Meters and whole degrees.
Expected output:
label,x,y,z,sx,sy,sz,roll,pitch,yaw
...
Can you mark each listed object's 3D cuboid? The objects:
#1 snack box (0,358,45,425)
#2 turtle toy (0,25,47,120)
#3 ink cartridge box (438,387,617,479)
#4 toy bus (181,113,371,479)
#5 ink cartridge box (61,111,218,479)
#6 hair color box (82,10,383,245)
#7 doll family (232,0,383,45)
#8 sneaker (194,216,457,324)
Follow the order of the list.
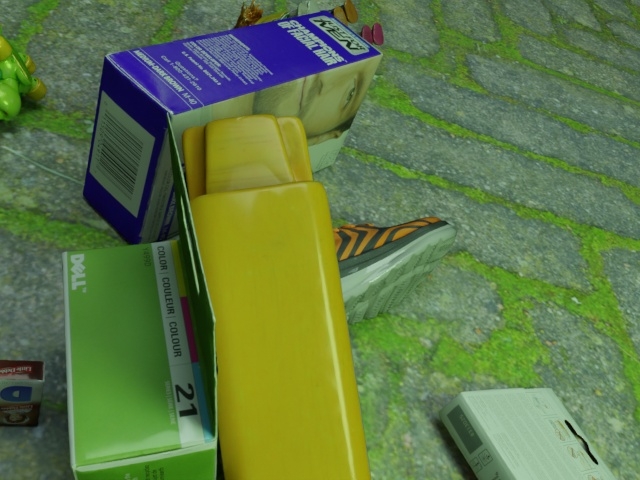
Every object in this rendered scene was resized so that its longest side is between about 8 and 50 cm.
label,x,y,z,sx,sy,sz,roll,pitch,yaw
snack box,-0.302,0.112,0.523,0.178,0.064,0.022,6,42,-22
turtle toy,-0.366,-0.190,0.805,0.066,0.095,0.130,-32,58,-3
ink cartridge box,0.218,0.219,0.716,0.179,0.045,0.145,12,38,-44
toy bus,-0.039,0.064,0.555,0.108,0.130,0.332,-8,85,-7
ink cartridge box,-0.133,0.067,0.500,0.097,0.255,0.189,-7,48,-15
hair color box,-0.091,-0.138,0.811,0.110,0.185,0.339,41,43,17
doll family,-0.039,-0.311,1.053,0.263,0.163,0.118,-28,107,-45
sneaker,0.000,0.000,0.757,0.321,0.124,0.180,-20,59,-41
